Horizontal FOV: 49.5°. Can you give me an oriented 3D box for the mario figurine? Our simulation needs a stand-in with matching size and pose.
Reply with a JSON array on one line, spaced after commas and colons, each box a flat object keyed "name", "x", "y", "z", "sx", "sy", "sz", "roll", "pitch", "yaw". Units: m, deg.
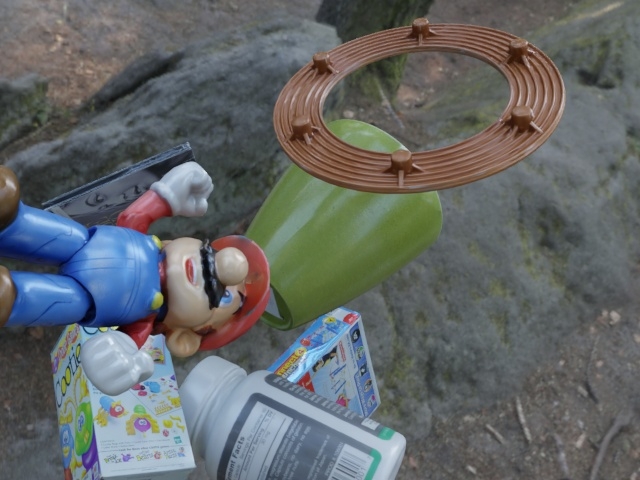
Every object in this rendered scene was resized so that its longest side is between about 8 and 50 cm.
[{"name": "mario figurine", "x": -0.154, "y": 0.021, "z": 0.632, "sx": 0.170, "sy": 0.197, "sz": 0.321, "roll": 22, "pitch": 5, "yaw": 39}]

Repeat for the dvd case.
[{"name": "dvd case", "x": -0.287, "y": -0.068, "z": 1.050, "sx": 0.221, "sy": 0.164, "sz": 0.018, "roll": -24, "pitch": 77, "yaw": -8}]

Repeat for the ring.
[{"name": "ring", "x": 0.108, "y": -0.174, "z": 0.806, "sx": 0.337, "sy": 0.032, "sz": 0.336, "roll": -8, "pitch": 43, "yaw": 7}]

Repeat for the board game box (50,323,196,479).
[{"name": "board game box", "x": -0.313, "y": 0.257, "z": 1.070, "sx": 0.144, "sy": 0.142, "sz": 0.275, "roll": 8, "pitch": 47, "yaw": -37}]

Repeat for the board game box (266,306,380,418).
[{"name": "board game box", "x": -0.003, "y": 0.357, "z": 1.576, "sx": 0.086, "sy": 0.308, "sz": 0.302, "roll": 18, "pitch": 46, "yaw": 37}]

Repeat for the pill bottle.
[{"name": "pill bottle", "x": -0.060, "y": 0.339, "z": 1.141, "sx": 0.361, "sy": 0.204, "sz": 0.204, "roll": 23, "pitch": 40, "yaw": 16}]

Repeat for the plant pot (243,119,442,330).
[{"name": "plant pot", "x": 0.000, "y": 0.000, "z": 1.116, "sx": 0.275, "sy": 0.274, "sz": 0.293, "roll": 37, "pitch": 60, "yaw": 17}]
